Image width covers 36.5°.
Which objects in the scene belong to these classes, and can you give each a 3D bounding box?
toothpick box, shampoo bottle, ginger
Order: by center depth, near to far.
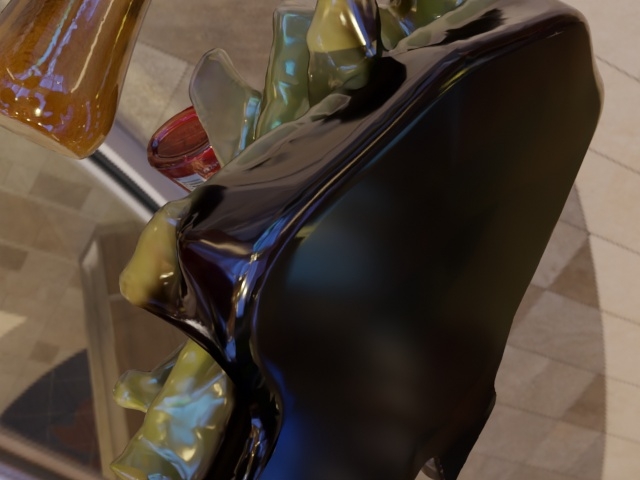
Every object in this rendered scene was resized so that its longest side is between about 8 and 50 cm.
[{"bbox_3d":[0.000,0.000,0.596,0.413,0.211,0.358,-24,131,-50],"label":"ginger"},{"bbox_3d":[-0.231,-0.239,0.965,0.192,0.192,0.294,28,82,-33],"label":"toothpick box"},{"bbox_3d":[-0.066,-0.057,1.170,0.118,0.076,0.314,-27,144,21],"label":"shampoo bottle"}]
